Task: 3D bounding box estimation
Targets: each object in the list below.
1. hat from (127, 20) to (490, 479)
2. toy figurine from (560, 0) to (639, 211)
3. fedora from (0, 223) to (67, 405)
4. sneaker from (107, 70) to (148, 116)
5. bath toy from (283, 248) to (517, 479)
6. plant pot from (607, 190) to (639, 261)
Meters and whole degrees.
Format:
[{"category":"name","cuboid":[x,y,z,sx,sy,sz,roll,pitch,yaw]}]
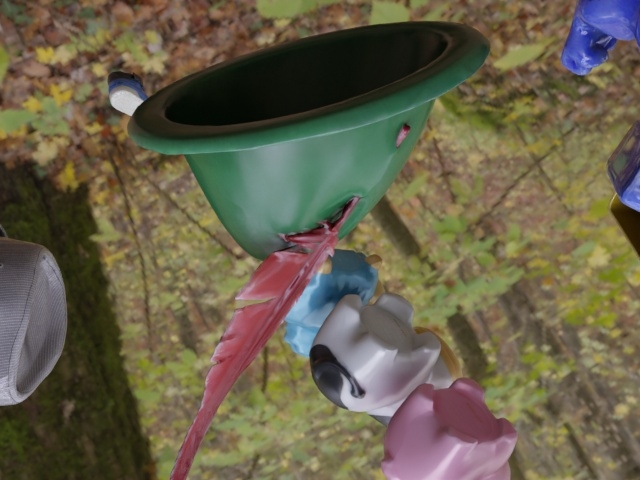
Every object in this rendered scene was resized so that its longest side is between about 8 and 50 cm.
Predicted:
[{"category":"hat","cuboid":[0.000,0.000,0.497,0.209,0.173,0.183,-14,113,1]},{"category":"toy figurine","cuboid":[0.158,-0.055,0.329,0.191,0.363,0.217,-61,176,-62]},{"category":"fedora","cuboid":[-0.380,0.102,1.095,0.124,0.275,0.243,4,140,7]},{"category":"sneaker","cuboid":[-0.302,-0.232,1.588,0.058,0.084,0.152,-38,136,17]},{"category":"bath toy","cuboid":[0.082,0.156,0.707,0.151,0.348,0.129,7,124,-39]},{"category":"plant pot","cuboid":[0.339,-0.034,0.887,0.083,0.081,0.081,0,134,-15]}]
